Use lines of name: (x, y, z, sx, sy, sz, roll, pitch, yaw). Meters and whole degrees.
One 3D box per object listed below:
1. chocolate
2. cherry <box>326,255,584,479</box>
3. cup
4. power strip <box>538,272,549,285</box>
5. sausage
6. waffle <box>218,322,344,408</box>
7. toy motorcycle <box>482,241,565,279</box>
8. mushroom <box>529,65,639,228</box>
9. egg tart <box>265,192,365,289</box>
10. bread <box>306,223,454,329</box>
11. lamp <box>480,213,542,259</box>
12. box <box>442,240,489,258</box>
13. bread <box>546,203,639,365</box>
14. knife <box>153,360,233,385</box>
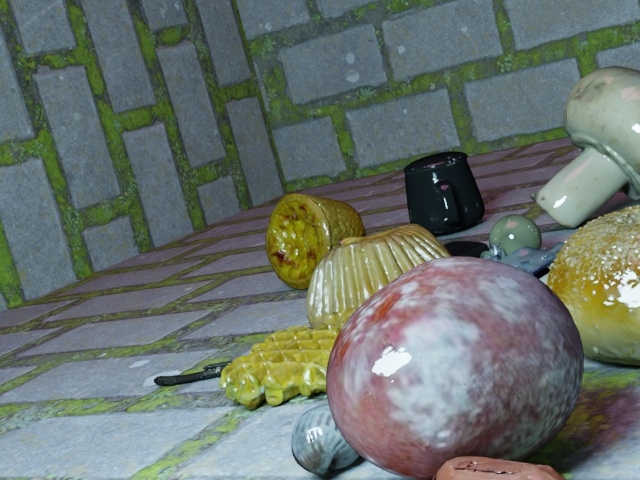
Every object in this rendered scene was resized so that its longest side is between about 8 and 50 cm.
chocolate: (0.032, 0.201, 1.138, 0.167, 0.072, 0.072, -22, 11, -42)
cherry: (0.130, 0.124, 1.001, 0.236, 0.213, 0.285, -41, -7, 28)
cup: (0.274, -0.102, 2.313, 0.169, 0.176, 0.223, -12, 8, 1)
power strip: (0.276, 0.098, 1.329, 0.035, 0.081, 0.192, -7, 12, 42)
sausage: (0.145, 0.214, 0.843, 0.076, 0.076, 0.141, -21, 11, -34)
waffle: (-0.025, 0.174, 1.458, 0.229, 0.057, 0.219, -8, 12, 38)
toy motorcycle: (0.324, 0.049, 1.505, 0.270, 0.106, 0.159, -22, 16, -19)
mushroom: (0.570, -0.155, 2.014, 0.336, 0.314, 0.314, -45, 6, 7)
egg tart: (0.000, 0.000, 2.169, 0.147, 0.202, 0.202, -3, -1, -41)
bread: (0.096, 0.062, 1.674, 0.274, 0.149, 0.274, -19, 4, 1)
lamp: (0.310, 0.023, 1.797, 0.163, 0.091, 0.091, -40, 21, -30)
box: (0.242, 0.035, 1.998, 0.125, 0.027, 0.126, -22, 12, -25)
bread: (0.411, 0.035, 1.245, 0.305, 0.159, 0.305, -16, 8, 2)
knife: (-0.175, 0.205, 1.636, 0.222, 0.021, 0.045, -12, 6, 26)
